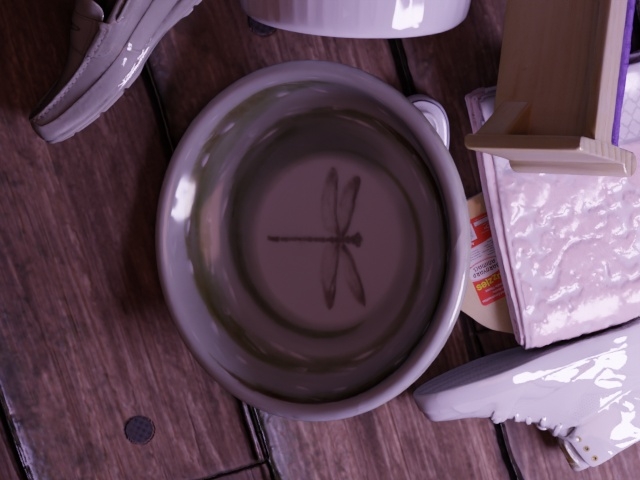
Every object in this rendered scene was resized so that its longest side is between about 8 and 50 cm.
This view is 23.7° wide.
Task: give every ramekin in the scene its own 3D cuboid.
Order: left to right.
[{"bbox_3d":[0.038,-0.305,1.628,0.277,0.277,0.135,1,110,-5],"label":"ramekin"}]

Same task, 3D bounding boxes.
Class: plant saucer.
[{"bbox_3d":[0.000,0.000,1.720,0.400,0.100,0.401,1,92,29],"label":"plant saucer"}]

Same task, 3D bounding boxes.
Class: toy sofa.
[{"bbox_3d":[0.280,-0.251,1.629,0.177,0.150,0.363,12,84,-49],"label":"toy sofa"}]

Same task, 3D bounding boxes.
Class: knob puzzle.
[{"bbox_3d":[0.234,0.025,1.829,0.213,0.030,0.213,-2,99,-11],"label":"knob puzzle"}]

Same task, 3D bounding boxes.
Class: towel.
[{"bbox_3d":[0.359,-0.061,1.797,0.331,0.053,0.317,-15,101,-7],"label":"towel"}]

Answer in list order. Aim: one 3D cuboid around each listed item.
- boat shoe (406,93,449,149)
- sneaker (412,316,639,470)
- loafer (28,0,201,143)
[{"bbox_3d":[0.089,-0.043,1.778,0.095,0.084,0.258,16,100,-8],"label":"boat shoe"},{"bbox_3d":[0.269,0.211,1.838,0.292,0.108,0.169,-16,100,-3],"label":"sneaker"},{"bbox_3d":[-0.228,-0.244,1.677,0.111,0.112,0.319,35,106,-22],"label":"loafer"}]
